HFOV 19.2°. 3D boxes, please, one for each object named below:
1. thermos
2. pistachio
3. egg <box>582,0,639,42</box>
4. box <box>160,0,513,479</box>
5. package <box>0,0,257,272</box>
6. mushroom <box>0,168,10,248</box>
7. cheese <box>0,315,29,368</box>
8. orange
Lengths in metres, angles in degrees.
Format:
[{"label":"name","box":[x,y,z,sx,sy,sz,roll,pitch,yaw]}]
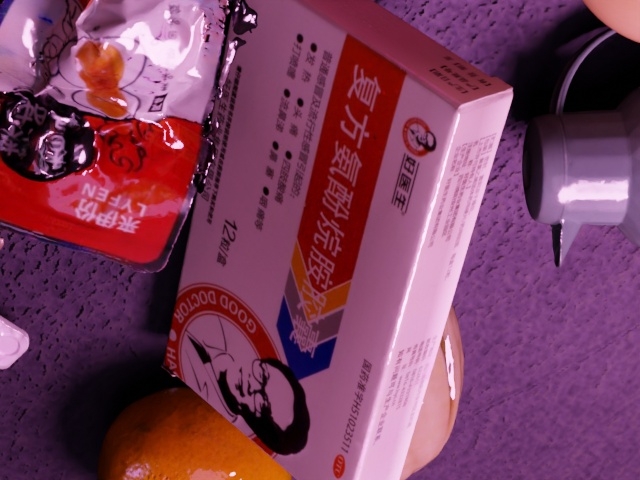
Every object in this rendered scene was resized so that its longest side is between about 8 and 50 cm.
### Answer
[{"label":"thermos","box":[0.291,-0.071,1.379,0.286,0.145,0.182,0,92,-6]},{"label":"pistachio","box":[0.045,0.097,1.470,0.136,0.136,0.226,-3,120,-5]},{"label":"egg","box":[0.237,-0.235,1.220,0.201,0.201,0.244,0,136,-7]},{"label":"box","box":[0.000,0.000,1.344,0.069,0.214,0.353,-21,136,-40]},{"label":"package","box":[-0.158,-0.108,1.332,0.194,0.071,0.269,26,127,1]},{"label":"mushroom","box":[-0.230,-0.029,1.406,0.049,0.019,0.101,27,115,-21]},{"label":"cheese","box":[-0.328,0.025,1.412,0.255,0.050,0.127,38,112,-27]},{"label":"orange","box":[-0.100,0.186,1.508,0.156,0.124,0.156,6,116,11]}]
